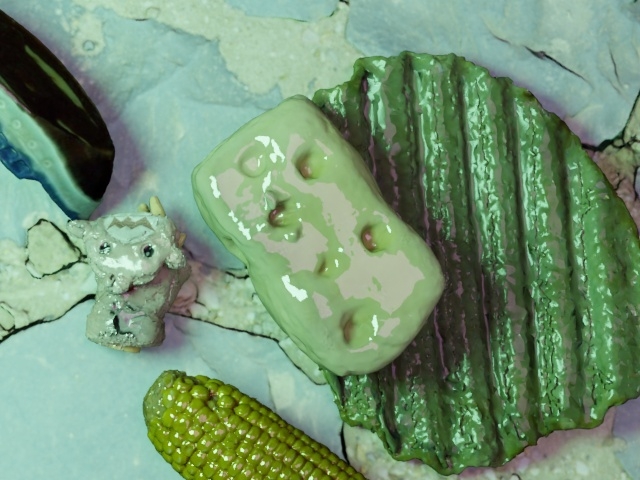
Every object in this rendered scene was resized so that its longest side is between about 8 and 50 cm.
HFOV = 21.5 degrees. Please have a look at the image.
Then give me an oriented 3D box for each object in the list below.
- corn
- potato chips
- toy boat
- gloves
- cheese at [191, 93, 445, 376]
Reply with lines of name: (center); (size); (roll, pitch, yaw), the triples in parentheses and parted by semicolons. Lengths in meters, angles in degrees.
corn: (-0.033, 0.236, 1.579); (0.321, 0.119, 0.119); (35, 75, -1)
potato chips: (0.149, 0.013, 1.681); (0.358, 0.070, 0.429); (-6, 81, -11)
toy boat: (-0.297, -0.122, 1.585); (0.262, 0.115, 0.114); (47, 32, -10)
gloves: (-0.176, 0.034, 1.591); (0.110, 0.094, 0.144); (-10, 91, -3)
cheese: (0.000, 0.000, 1.591); (0.159, 0.093, 0.263); (-36, 88, -6)
